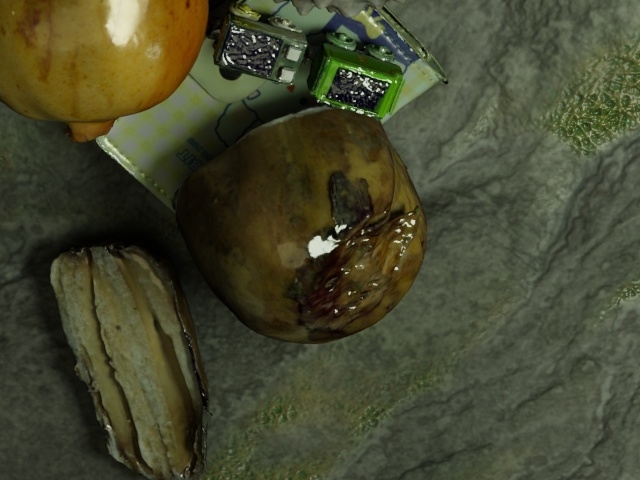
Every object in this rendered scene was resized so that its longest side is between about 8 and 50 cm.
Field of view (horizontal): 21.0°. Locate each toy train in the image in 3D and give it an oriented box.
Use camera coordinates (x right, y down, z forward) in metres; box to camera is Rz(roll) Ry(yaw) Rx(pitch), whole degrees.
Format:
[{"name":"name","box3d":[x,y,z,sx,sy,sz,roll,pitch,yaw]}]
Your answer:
[{"name":"toy train","box3d":[-0.014,-0.176,1.695,0.202,0.081,0.060,15,115,-13]}]

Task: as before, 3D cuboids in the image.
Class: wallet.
[{"name":"wallet","box3d":[-0.055,-0.148,1.788,0.309,0.077,0.223,-38,114,15]}]

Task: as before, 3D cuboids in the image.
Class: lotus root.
[{"name":"lotus root","box3d":[0.000,0.000,1.756,0.272,0.192,0.272,-15,134,-16]},{"name":"lotus root","box3d":[-0.190,0.133,1.936,0.167,0.078,0.329,4,122,24]}]

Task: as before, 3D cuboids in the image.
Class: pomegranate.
[{"name":"pomegranate","box3d":[-0.235,-0.225,1.644,0.264,0.264,0.264,0,117,0]}]

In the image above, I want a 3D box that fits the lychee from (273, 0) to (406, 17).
[{"name":"lychee","box3d":[-0.009,-0.393,1.504,0.380,0.380,0.432,-30,136,14]}]
